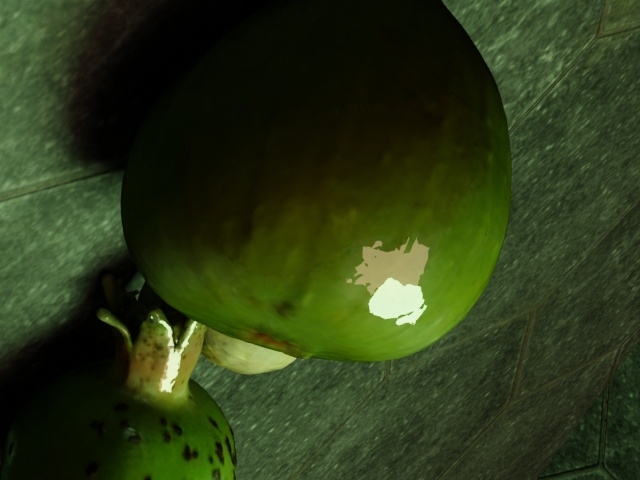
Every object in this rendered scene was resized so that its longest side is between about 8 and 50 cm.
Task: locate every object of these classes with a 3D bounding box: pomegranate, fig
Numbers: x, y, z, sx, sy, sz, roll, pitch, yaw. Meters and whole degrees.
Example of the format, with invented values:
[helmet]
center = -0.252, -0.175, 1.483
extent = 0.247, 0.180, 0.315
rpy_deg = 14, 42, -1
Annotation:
[pomegranate]
center = -0.176, 0.183, 1.462
extent = 0.231, 0.231, 0.286
rpy_deg = -28, 143, -34
[fig]
center = 0.010, -0.063, 1.285
extent = 0.316, 0.316, 0.316
rpy_deg = -36, 156, -18

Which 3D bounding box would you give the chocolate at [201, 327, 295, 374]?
[chocolate]
center = 0.000, 0.000, 1.550
extent = 0.309, 0.134, 0.134
rpy_deg = -47, 158, 12
